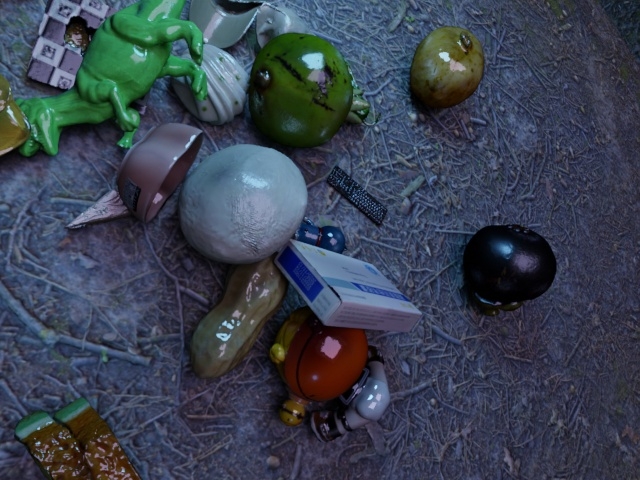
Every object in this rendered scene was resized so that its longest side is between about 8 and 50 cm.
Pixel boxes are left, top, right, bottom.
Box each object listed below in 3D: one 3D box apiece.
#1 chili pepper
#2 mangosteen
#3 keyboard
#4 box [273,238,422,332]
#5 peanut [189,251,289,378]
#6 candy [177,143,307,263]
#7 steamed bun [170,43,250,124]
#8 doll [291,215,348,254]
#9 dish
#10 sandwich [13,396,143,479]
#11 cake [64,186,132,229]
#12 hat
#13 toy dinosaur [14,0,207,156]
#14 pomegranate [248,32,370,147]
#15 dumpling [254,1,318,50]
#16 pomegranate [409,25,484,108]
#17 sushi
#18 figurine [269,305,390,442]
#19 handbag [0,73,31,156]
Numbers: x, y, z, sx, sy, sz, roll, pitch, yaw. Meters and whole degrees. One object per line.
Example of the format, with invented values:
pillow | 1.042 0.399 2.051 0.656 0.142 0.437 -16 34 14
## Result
chili pepper | 0.069 -0.428 1.155 0.100 0.074 0.257 -28 94 -31
mangosteen | 0.563 0.101 1.261 0.274 0.275 0.302 -2 115 -30
keyboard | 0.106 -0.124 1.153 0.204 0.013 0.061 38 63 -19
box | 0.073 0.109 0.925 0.343 0.200 0.065 19 112 -49
peanut | -0.166 0.146 0.869 0.149 0.149 0.313 41 64 -17
candy | -0.161 -0.085 0.844 0.296 0.295 0.185 -61 153 -24
steamed bun | -0.242 -0.364 0.944 0.182 0.106 0.183 5 80 -30
doll | 0.000 0.000 1.032 0.151 0.085 0.114 15 62 -17
dish | -0.323 -0.145 0.806 0.090 0.213 0.213 32 66 -13
sandwich | -0.370 0.383 0.680 0.292 0.212 0.109 50 45 2
cake | -0.439 -0.057 0.802 0.121 0.052 0.065 -25 99 -31
hat | -0.245 -0.572 1.017 0.166 0.144 0.173 30 111 -24
toy dinosaur | -0.410 -0.417 0.811 0.374 0.144 0.501 -7 84 -5
pomegranate | -0.019 -0.351 1.000 0.340 0.260 0.261 -4 83 -36
dumpling | -0.089 -0.516 1.060 0.199 0.118 0.136 11 115 -36
pomegranate | 0.390 -0.535 1.273 0.248 0.248 0.248 6 77 -29
sushi | -0.455 -0.382 0.855 0.215 0.050 0.192 15 88 -24
figurine | 0.023 0.269 0.922 0.320 0.196 0.323 -50 116 -29
handbag | -0.711 -0.199 0.614 0.401 0.133 0.283 -40 89 -22
